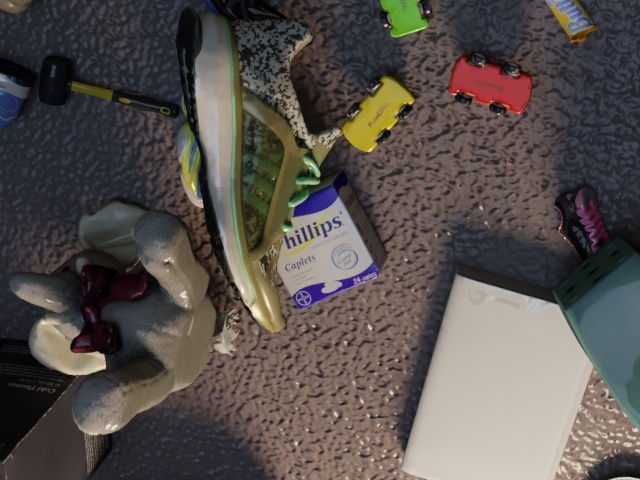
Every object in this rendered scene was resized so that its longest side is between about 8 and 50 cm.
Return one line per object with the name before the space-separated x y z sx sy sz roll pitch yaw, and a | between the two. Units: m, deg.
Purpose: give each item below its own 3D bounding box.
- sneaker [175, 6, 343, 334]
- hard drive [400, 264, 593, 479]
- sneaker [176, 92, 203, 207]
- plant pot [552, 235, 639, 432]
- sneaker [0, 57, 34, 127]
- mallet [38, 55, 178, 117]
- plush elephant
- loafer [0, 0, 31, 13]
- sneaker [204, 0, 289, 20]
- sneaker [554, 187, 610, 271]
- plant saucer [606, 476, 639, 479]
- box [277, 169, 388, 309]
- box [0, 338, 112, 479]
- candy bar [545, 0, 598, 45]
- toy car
sneaker | -0.053 -0.082 1.354 0.182 0.158 0.410 -11 110 -9
hard drive | 0.240 0.202 1.507 0.203 0.040 0.308 16 114 8
sneaker | -0.111 -0.153 1.432 0.126 0.091 0.240 5 110 11
plant pot | 0.397 0.120 1.350 0.165 0.166 0.234 -41 97 9
sneaker | -0.490 -0.217 1.506 0.211 0.080 0.081 23 111 6
mallet | -0.278 -0.201 1.488 0.189 0.039 0.062 8 115 7
plush elephant | -0.274 0.084 1.468 0.255 0.330 0.272 15 88 18
loafer | -0.428 -0.416 1.411 0.092 0.102 0.268 -28 111 20
sneaker | -0.106 -0.315 1.382 0.188 0.067 0.078 44 120 -2
sneaker | 0.323 -0.008 1.411 0.057 0.047 0.119 -5 110 39
plant saucer | 0.416 0.367 1.535 0.119 0.021 0.119 5 111 13
box | 0.000 0.000 1.472 0.126 0.072 0.137 -24 102 20
box | -0.512 0.280 1.571 0.343 0.312 0.179 4 111 13
candy bar | 0.268 -0.301 1.322 0.040 0.018 0.161 -33 99 22
toy car | 0.118 -0.238 1.364 0.239 0.053 0.225 -14 106 17
